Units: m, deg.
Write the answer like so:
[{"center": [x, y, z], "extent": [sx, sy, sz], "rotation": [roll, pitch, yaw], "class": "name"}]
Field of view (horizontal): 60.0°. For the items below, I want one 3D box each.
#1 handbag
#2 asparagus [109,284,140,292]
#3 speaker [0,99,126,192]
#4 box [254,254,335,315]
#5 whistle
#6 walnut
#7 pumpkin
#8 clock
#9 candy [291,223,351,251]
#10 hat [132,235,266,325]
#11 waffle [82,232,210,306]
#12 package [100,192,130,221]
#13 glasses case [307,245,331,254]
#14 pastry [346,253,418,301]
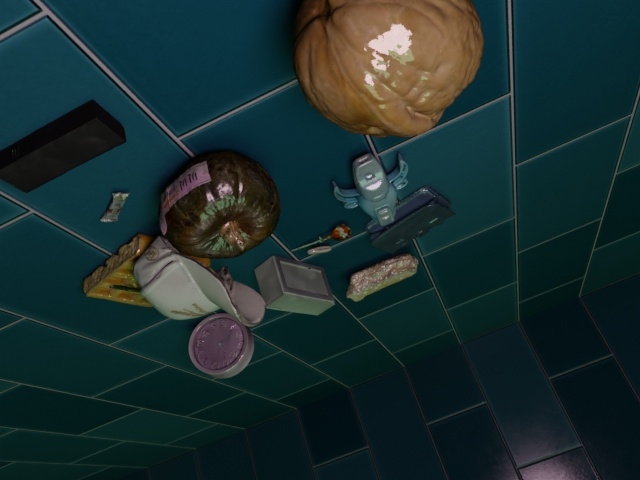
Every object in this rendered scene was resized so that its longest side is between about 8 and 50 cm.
[{"center": [0.257, -0.049, 1.578], "extent": [0.229, 0.062, 0.179], "rotation": [-33, 149, 24], "class": "handbag"}, {"center": [-0.450, 0.126, 1.389], "extent": [0.166, 0.016, 0.013], "rotation": [17, 94, -47], "class": "asparagus"}, {"center": [-0.456, -0.159, 0.967], "extent": [0.218, 0.044, 0.082], "rotation": [-25, 151, 11], "class": "speaker"}, {"center": [-0.071, 0.136, 1.631], "extent": [0.086, 0.129, 0.225], "rotation": [-37, 147, 28], "class": "box"}, {"center": [0.132, -0.120, 1.354], "extent": [0.186, 0.093, 0.274], "rotation": [-22, 148, 6], "class": "whistle"}, {"center": [0.104, -0.292, 0.863], "extent": [0.313, 0.252, 0.277], "rotation": [7, 131, -46], "class": "walnut"}, {"center": [-0.199, -0.056, 1.154], "extent": [0.261, 0.189, 0.260], "rotation": [-16, 153, -8], "class": "pumpkin"}, {"center": [-0.314, 0.333, 1.758], "extent": [0.197, 0.196, 0.068], "rotation": [-21, 151, 3], "class": "clock"}, {"center": [0.000, 0.000, 1.542], "extent": [0.185, 0.049, 0.055], "rotation": [-19, 146, 18], "class": "candy"}, {"center": [-0.273, 0.135, 1.285], "extent": [0.168, 0.302, 0.258], "rotation": [-60, 146, -2], "class": "hat"}, {"center": [-0.434, 0.085, 1.397], "extent": [0.248, 0.055, 0.221], "rotation": [-35, 148, 26], "class": "waffle"}, {"center": [-0.433, -0.070, 1.168], "extent": [0.037, 0.015, 0.110], "rotation": [-3, 149, -38], "class": "package"}, {"center": [-0.003, 0.028, 1.583], "extent": [0.032, 0.021, 0.083], "rotation": [-17, 173, 42], "class": "glasses case"}, {"center": [0.198, 0.118, 1.809], "extent": [0.259, 0.089, 0.121], "rotation": [-23, 155, 8], "class": "pastry"}]
